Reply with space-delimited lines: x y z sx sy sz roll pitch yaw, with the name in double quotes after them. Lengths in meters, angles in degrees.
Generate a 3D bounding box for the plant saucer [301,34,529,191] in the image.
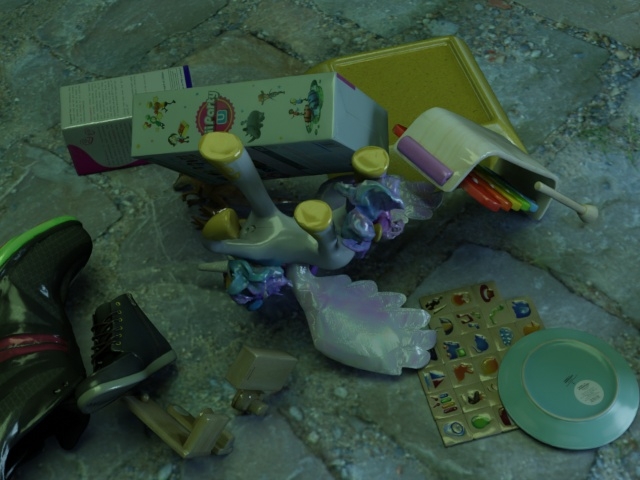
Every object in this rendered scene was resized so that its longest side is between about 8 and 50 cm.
0.150 -0.226 1.590 0.332 0.081 0.333 -13 51 -7 "plant saucer"

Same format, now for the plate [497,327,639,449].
0.334 0.191 1.265 0.188 0.024 0.188 -1 50 2 "plate"

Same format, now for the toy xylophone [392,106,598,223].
0.254 -0.092 1.347 0.081 0.322 0.236 -57 48 16 "toy xylophone"

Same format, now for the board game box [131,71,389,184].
-0.080 -0.151 1.331 0.303 0.224 0.098 -4 81 22 "board game box"

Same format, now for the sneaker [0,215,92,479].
-0.394 0.181 1.257 0.202 0.185 0.483 17 55 -6 "sneaker"

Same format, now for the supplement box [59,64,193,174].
-0.313 -0.201 1.574 0.219 0.111 0.114 -11 51 -6 "supplement box"

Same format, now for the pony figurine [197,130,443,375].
0.000 0.000 1.257 0.350 0.363 0.303 5 67 -1 "pony figurine"

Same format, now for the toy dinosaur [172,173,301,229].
-0.150 -0.069 1.489 0.211 0.064 0.112 17 53 16 "toy dinosaur"

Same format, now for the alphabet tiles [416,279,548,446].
0.229 0.161 1.317 0.198 0.009 0.237 -13 51 -7 "alphabet tiles"

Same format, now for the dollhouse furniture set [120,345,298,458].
-0.143 0.183 1.232 0.123 0.144 0.151 33 96 27 "dollhouse furniture set"

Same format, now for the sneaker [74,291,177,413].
-0.278 0.144 1.226 0.083 0.222 0.118 -34 88 14 "sneaker"
